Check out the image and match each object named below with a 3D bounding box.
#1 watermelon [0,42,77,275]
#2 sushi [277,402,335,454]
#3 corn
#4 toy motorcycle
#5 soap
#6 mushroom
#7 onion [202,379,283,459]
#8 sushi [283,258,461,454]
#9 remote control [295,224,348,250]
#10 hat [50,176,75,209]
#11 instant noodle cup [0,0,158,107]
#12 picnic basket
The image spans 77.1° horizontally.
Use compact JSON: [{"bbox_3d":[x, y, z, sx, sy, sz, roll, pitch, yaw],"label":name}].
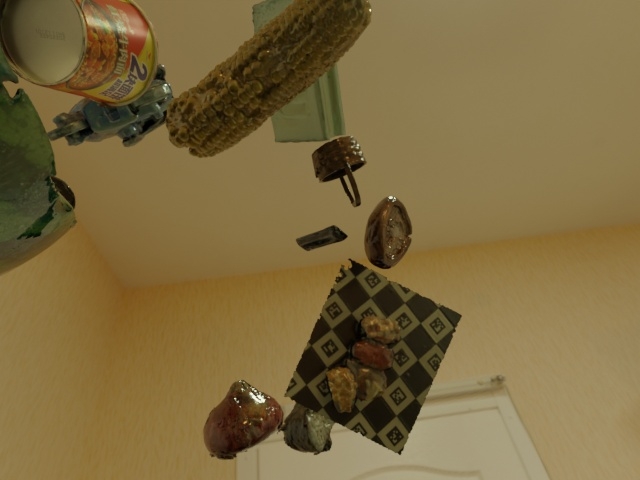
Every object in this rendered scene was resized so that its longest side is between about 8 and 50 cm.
[{"bbox_3d":[-0.310,-0.043,0.324,0.222,0.292,0.319,32,-98,-48],"label":"watermelon"},{"bbox_3d":[-0.023,0.531,1.179,0.115,0.212,0.147,-29,-81,26],"label":"sushi"},{"bbox_3d":[-0.069,-0.180,0.450,0.288,0.086,0.086,-27,-47,27],"label":"corn"},{"bbox_3d":[-0.525,-0.325,1.055,0.319,0.182,0.241,-25,-2,-7],"label":"toy motorcycle"},{"bbox_3d":[-0.032,-0.249,0.600,0.115,0.063,0.198,8,-62,38],"label":"soap"},{"bbox_3d":[0.110,-0.013,0.669,0.052,0.123,0.123,7,-34,34],"label":"mushroom"},{"bbox_3d":[-0.179,0.391,0.901,0.184,0.147,0.184,-16,-11,-3],"label":"onion"},{"bbox_3d":[0.107,0.206,0.738,0.264,0.290,0.050,28,-15,-3],"label":"sushi"},{"bbox_3d":[0.000,0.000,0.674,0.096,0.014,0.039,-17,-43,42],"label":"remote control"},{"bbox_3d":[-0.567,-0.077,0.821,0.121,0.050,0.121,-17,-42,-17],"label":"hat"},{"bbox_3d":[-0.420,-0.343,0.692,0.213,0.174,0.213,2,-73,8],"label":"instant noodle cup"},{"bbox_3d":[0.029,-0.080,0.497,0.072,0.083,0.072,-23,-1,0],"label":"picnic basket"}]
